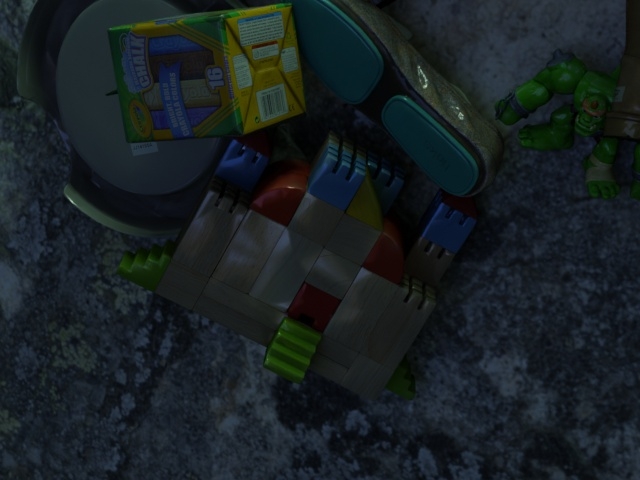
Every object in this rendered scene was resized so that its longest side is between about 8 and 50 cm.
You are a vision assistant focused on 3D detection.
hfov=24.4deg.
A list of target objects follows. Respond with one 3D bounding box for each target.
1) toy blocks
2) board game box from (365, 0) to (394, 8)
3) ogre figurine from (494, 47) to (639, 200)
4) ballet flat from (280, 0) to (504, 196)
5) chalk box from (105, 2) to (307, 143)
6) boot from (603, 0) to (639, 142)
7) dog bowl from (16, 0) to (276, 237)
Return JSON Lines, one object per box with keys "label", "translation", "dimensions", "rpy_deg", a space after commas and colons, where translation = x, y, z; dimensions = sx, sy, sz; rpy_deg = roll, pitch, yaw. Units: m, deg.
{"label": "toy blocks", "translation": [0.000, 0.000, 1.681], "dimensions": [0.381, 0.191, 0.261], "rpy_deg": [27, 111, -8]}
{"label": "board game box", "translation": [0.081, -0.386, 1.636], "dimensions": [0.347, 0.056, 0.208], "rpy_deg": [-27, 86, 31]}
{"label": "ogre figurine", "translation": [0.287, -0.128, 1.574], "dimensions": [0.197, 0.097, 0.118], "rpy_deg": [47, 139, 27]}
{"label": "ballet flat", "translation": [0.085, -0.180, 1.653], "dimensions": [0.316, 0.106, 0.107], "rpy_deg": [49, 135, 1]}
{"label": "chalk box", "translation": [-0.142, -0.185, 1.637], "dimensions": [0.213, 0.132, 0.132], "rpy_deg": [1, 105, 34]}
{"label": "boot", "translation": [0.410, -0.217, 1.472], "dimensions": [0.236, 0.089, 0.269], "rpy_deg": [10, 93, -11]}
{"label": "dog bowl", "translation": [-0.203, -0.183, 1.812], "dimensions": [0.348, 0.102, 0.349], "rpy_deg": [8, 108, 27]}
